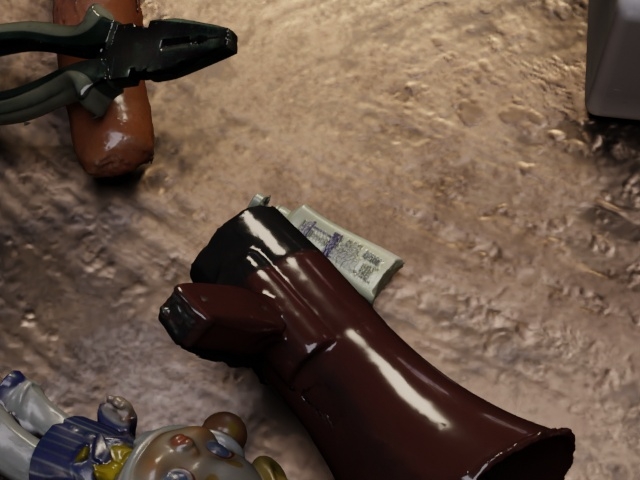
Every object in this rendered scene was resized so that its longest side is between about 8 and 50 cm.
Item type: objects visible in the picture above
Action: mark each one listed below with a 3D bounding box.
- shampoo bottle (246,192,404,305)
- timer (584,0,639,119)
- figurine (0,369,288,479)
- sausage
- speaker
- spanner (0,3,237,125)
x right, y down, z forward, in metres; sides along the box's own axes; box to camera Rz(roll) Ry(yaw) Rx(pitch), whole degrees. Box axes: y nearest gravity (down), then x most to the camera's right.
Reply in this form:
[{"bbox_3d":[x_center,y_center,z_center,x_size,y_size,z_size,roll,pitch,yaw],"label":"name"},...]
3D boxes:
[{"bbox_3d":[0.000,0.000,1.588,0.141,0.034,0.049,32,75,13],"label":"shampoo bottle"},{"bbox_3d":[0.339,-0.221,1.612,0.195,0.192,0.194,5,65,0],"label":"timer"},{"bbox_3d":[-0.153,0.196,1.442,0.274,0.133,0.194,12,26,3],"label":"figurine"},{"bbox_3d":[-0.194,-0.203,1.650,0.087,0.079,0.326,-24,63,36],"label":"sausage"},{"bbox_3d":[-0.004,0.124,1.434,0.329,0.198,0.259,43,40,21],"label":"speaker"},{"bbox_3d":[-0.216,-0.146,1.574,0.325,0.040,0.095,-5,71,25],"label":"spanner"}]
